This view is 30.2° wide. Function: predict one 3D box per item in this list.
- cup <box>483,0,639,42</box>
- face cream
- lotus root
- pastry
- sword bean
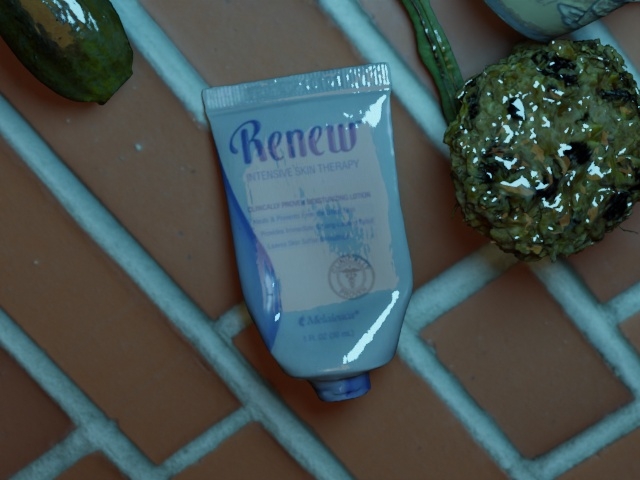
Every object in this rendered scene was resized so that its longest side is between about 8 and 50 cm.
[{"bbox_3d":[0.314,-0.338,1.286,0.301,0.227,0.257,17,135,-35],"label":"cup"},{"bbox_3d":[0.000,0.000,1.495,0.235,0.137,0.420,-7,100,9],"label":"face cream"},{"bbox_3d":[-0.313,-0.266,1.387,0.124,0.123,0.241,-30,105,25],"label":"lotus root"},{"bbox_3d":[0.265,-0.108,1.387,0.275,0.193,0.274,0,88,-3],"label":"pastry"},{"bbox_3d":[0.132,-0.228,1.414,0.043,0.038,0.269,-30,109,-11],"label":"sword bean"}]
